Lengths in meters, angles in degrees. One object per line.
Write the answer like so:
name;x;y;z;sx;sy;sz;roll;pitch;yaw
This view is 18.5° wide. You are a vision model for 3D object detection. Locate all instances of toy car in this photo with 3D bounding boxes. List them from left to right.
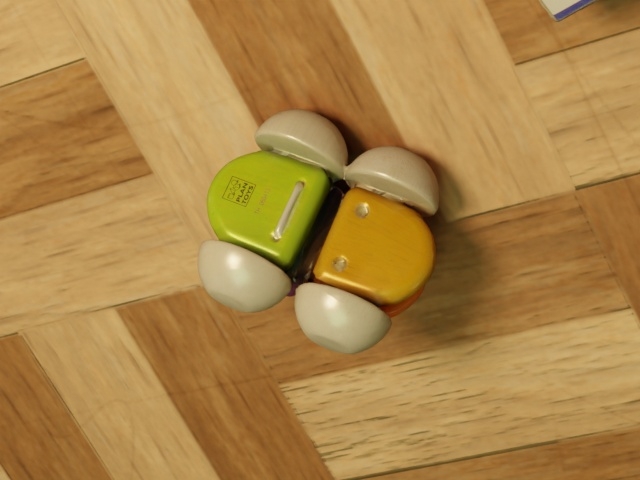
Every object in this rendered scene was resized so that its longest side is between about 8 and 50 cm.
toy car;0.000;0.000;1.510;0.182;0.159;0.136;22;166;7

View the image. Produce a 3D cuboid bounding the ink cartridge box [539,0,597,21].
ink cartridge box;0.166;-0.321;1.212;0.307;0.072;0.303;47;138;-16
